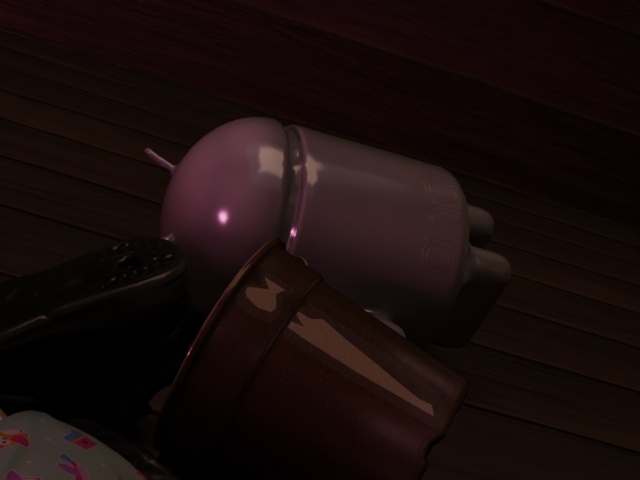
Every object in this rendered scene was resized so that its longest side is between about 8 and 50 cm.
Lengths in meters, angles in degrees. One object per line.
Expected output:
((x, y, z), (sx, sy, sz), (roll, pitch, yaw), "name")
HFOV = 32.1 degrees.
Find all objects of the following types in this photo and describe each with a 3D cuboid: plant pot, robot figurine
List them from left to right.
((0.000, 0.000, 1.058), (0.353, 0.200, 0.300), (14, 33, -20), "robot figurine")
((0.001, 0.110, 0.755), (0.165, 0.167, 0.167), (29, 15, 7), "plant pot")

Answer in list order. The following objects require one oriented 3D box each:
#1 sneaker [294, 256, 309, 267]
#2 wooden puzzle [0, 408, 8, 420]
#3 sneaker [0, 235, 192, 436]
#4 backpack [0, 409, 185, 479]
((-0.006, 0.095, 0.890), (0.071, 0.068, 0.170), (21, 47, -52), "sneaker")
((-0.323, 0.031, 0.511), (0.322, 0.080, 0.348), (46, 19, 11), "wooden puzzle")
((-0.191, 0.088, 0.743), (0.227, 0.130, 0.087), (-17, 32, -18), "sneaker")
((-0.137, 0.148, 0.488), (0.152, 0.115, 0.182), (28, 19, 23), "backpack")
